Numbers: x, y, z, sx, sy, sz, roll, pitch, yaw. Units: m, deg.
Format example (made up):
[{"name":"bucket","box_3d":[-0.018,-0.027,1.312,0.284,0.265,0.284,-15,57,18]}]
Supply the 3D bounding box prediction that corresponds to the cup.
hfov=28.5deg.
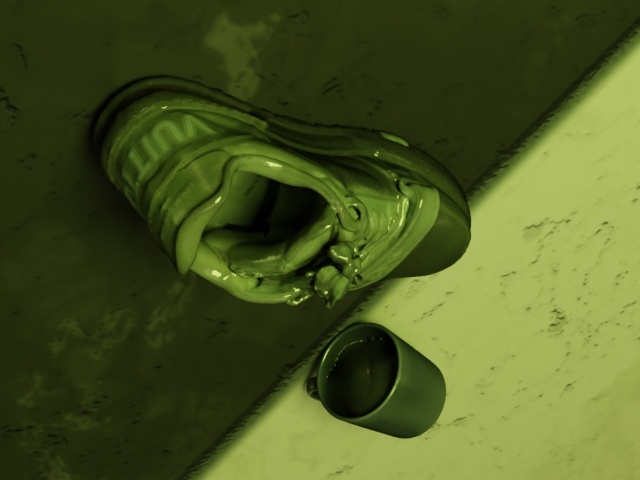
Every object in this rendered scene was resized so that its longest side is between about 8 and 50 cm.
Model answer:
[{"name":"cup","box_3d":[0.040,0.114,0.982,0.100,0.078,0.077,-12,151,34]}]

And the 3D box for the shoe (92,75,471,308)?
[{"name":"shoe","box_3d":[0.002,-0.002,0.795,0.293,0.149,0.109,16,120,-35]}]
